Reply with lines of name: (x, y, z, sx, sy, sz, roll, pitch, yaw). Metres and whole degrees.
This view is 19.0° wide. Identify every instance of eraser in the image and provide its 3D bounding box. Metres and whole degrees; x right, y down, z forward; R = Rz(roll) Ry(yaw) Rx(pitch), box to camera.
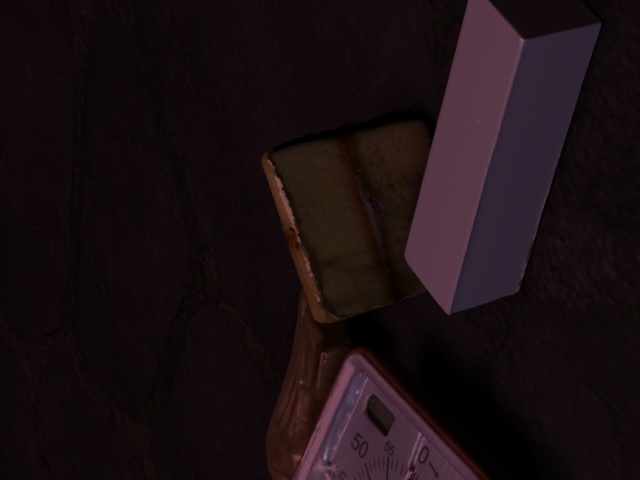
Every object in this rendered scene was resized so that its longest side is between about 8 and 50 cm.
eraser: (0.142, -0.075, 1.552, 0.078, 0.076, 0.298, 55, 148, 36)

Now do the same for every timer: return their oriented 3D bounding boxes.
timer: (0.086, 0.257, 1.764, 0.257, 0.161, 0.250, 45, 135, 45)

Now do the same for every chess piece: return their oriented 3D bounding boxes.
chess piece: (0.000, 0.196, 1.951, 0.137, 0.137, 0.300, 36, 130, 52)

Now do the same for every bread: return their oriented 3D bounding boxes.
bread: (0.000, 0.000, 1.780, 0.264, 0.163, 0.167, -29, 79, 64)
